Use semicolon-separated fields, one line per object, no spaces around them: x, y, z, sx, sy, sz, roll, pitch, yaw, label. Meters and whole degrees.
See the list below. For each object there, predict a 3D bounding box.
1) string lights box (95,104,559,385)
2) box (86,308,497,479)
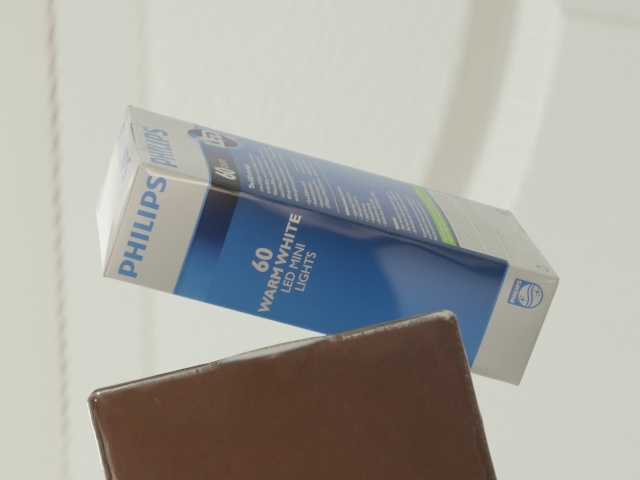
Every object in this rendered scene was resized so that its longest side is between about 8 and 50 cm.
0.000;0.000;1.207;0.133;0.260;0.076;-112;39;-70;string lights box
0.017;0.245;0.995;0.143;0.191;0.381;96;162;-77;box
